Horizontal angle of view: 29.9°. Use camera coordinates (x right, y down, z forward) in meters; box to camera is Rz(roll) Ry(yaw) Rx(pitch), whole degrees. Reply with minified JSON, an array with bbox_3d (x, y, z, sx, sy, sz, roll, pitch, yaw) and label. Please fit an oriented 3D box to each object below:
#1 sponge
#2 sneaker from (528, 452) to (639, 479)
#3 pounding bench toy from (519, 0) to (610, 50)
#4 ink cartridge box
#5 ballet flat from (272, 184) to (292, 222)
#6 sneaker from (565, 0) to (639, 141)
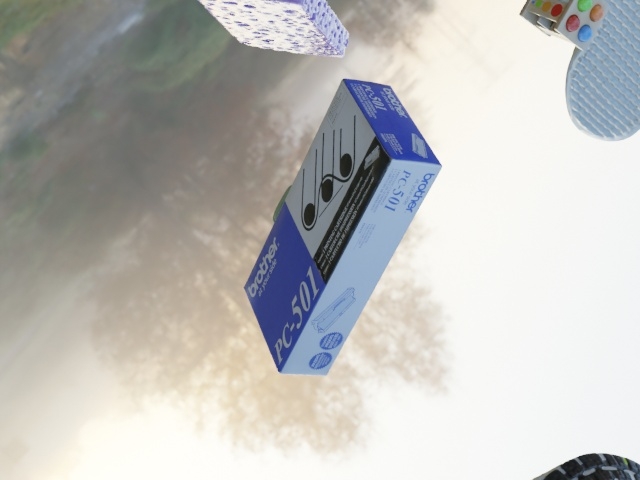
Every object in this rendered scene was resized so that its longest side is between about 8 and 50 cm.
[{"bbox_3d":[-0.048,-0.223,1.168,0.210,0.117,0.031,24,77,-77],"label":"sponge"},{"bbox_3d":[0.290,0.353,1.516,0.299,0.111,0.121,-10,147,-8],"label":"sneaker"},{"bbox_3d":[0.256,-0.244,1.202,0.065,0.052,0.083,36,-81,48],"label":"pounding bench toy"},{"bbox_3d":[0.011,-0.006,0.883,0.207,0.046,0.097,-63,-144,34],"label":"ink cartridge box"},{"bbox_3d":[0.000,0.000,1.703,0.116,0.124,0.342,-62,-171,8],"label":"ballet flat"},{"bbox_3d":[0.376,-0.267,1.421,0.321,0.126,0.127,93,22,-47],"label":"sneaker"}]
